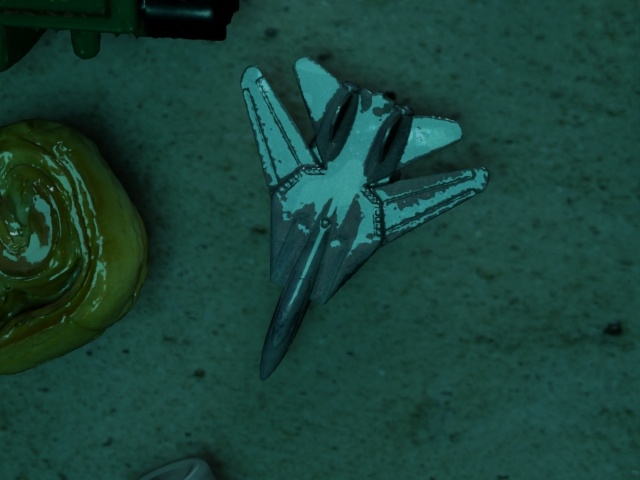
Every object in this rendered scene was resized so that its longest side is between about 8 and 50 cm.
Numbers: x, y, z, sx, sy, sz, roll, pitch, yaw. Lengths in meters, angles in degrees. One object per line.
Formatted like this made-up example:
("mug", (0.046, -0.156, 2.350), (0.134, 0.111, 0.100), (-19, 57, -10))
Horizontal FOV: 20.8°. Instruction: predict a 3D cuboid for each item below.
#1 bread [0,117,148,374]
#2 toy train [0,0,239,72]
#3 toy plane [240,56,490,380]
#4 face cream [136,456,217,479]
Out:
("bread", (-0.258, 0.008, 1.455), (0.236, 0.120, 0.198), (-24, 100, 18))
("toy train", (-0.211, -0.250, 1.342), (0.429, 0.178, 0.249), (5, 118, 11))
("toy plane", (0.003, -0.005, 1.422), (0.212, 0.088, 0.267), (24, 118, 5))
("face cream", (-0.089, 0.320, 1.528), (0.101, 0.101, 0.252), (-23, 102, 17))
